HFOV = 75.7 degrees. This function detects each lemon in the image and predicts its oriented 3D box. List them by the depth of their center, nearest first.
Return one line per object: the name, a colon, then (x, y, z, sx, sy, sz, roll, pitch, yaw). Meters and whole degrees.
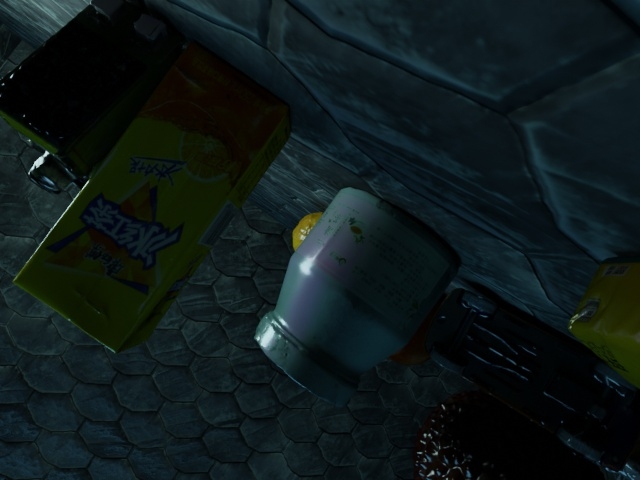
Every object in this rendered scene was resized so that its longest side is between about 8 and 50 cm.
lemon: (0.000, 0.000, 1.017, 0.142, 0.142, 0.187, 35, -179, -7)

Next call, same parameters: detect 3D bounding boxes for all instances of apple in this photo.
apple: (0.232, 0.211, 1.085, 0.229, 0.230, 0.230, 34, 176, 3)

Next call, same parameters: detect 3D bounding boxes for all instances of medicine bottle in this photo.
medicine bottle: (0.051, 0.096, 0.690, 0.244, 0.290, 0.245, 35, 176, 3)

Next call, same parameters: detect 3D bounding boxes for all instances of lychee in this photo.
lychee: (0.325, 0.428, 0.744, 0.305, 0.306, 0.330, 36, 159, -13)

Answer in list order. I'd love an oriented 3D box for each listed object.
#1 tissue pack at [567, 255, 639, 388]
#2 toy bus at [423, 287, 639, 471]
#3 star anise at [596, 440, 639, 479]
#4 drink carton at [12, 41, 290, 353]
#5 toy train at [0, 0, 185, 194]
tissue pack: (0.257, 0.070, 0.242, 0.119, 0.082, 0.169, 36, 176, -2)
toy bus: (0.351, 0.214, 0.702, 0.329, 0.143, 0.153, 28, -177, 29)
star anise: (0.641, 0.455, 0.803, 0.229, 0.093, 0.236, 4, 144, 51)
drink carton: (-0.196, -0.053, 0.526, 0.154, 0.352, 0.111, 34, 176, 1)
toy train: (-0.284, -0.181, 0.538, 0.134, 0.261, 0.177, 33, 162, 2)
